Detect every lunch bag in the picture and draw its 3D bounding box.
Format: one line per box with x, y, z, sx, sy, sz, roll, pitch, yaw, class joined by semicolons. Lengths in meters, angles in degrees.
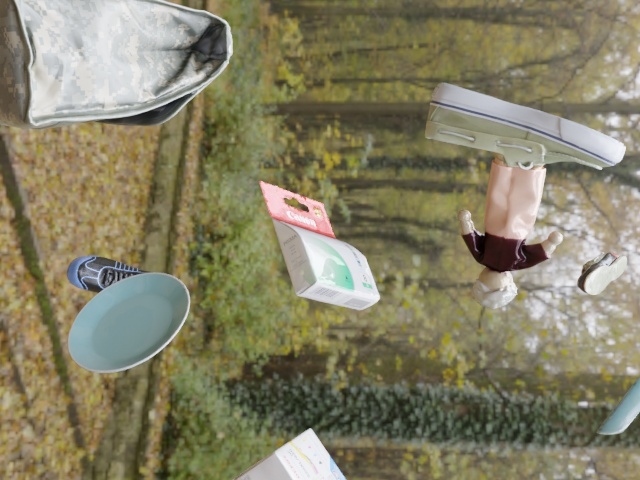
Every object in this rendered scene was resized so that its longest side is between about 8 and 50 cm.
-0.278;-0.222;0.935;0.235;0.287;0.168;12;-70;42;lunch bag

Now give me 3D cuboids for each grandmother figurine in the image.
0.380;-0.014;1.564;0.104;0.208;0.342;-34;136;-57;grandmother figurine

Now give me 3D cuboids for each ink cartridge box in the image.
0.000;0.000;1.299;0.181;0.056;0.224;18;48;-50;ink cartridge box
-0.078;0.582;1.831;0.171;0.168;0.233;54;17;12;ink cartridge box

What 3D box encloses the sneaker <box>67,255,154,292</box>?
-0.422;0.084;1.655;0.232;0.091;0.081;18;79;-50;sneaker

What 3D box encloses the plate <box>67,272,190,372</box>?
-0.275;0.121;1.121;0.188;0.188;0.024;-93;167;-49;plate

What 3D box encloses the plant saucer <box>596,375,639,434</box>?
0.690;0.289;1.614;0.044;0.318;0.317;37;-28;25;plant saucer

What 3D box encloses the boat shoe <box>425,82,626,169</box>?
0.309;-0.160;1.198;0.109;0.303;0.094;-21;130;-69;boat shoe

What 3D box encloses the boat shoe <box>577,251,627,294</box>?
0.444;0.050;1.244;0.043;0.137;0.049;22;-59;39;boat shoe
